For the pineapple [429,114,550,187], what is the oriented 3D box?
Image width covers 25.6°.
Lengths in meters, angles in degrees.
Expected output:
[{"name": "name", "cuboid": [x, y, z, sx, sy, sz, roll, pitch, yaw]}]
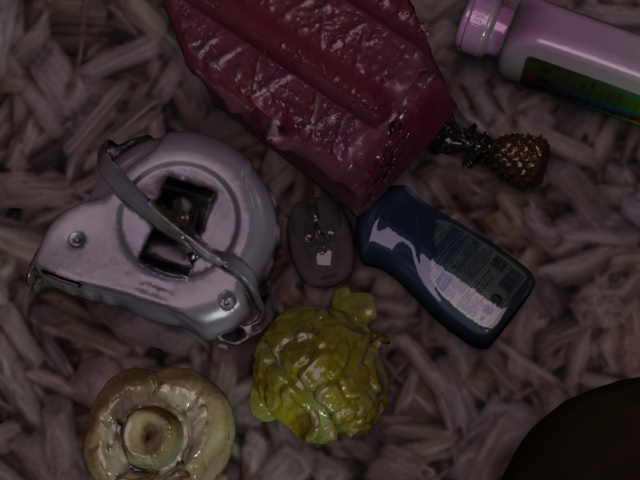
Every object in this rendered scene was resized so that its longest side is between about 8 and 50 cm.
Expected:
[{"name": "pineapple", "cuboid": [0.166, -0.090, 1.422, 0.124, 0.058, 0.058, 14, 78, 20]}]

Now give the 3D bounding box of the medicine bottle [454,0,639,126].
[{"name": "medicine bottle", "cuboid": [0.244, -0.184, 1.400, 0.219, 0.115, 0.078, 21, 80, 8]}]

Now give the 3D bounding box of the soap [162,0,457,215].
[{"name": "soap", "cuboid": [-0.020, -0.198, 1.394, 0.325, 0.127, 0.220, 39, 81, 20]}]

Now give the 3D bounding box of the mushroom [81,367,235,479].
[{"name": "mushroom", "cuboid": [-0.153, 0.187, 1.336, 0.148, 0.112, 0.148, -2, 79, 11]}]

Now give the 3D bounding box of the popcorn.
[{"name": "popcorn", "cuboid": [0.003, 0.123, 1.333, 0.162, 0.135, 0.141, -37, 71, -3]}]

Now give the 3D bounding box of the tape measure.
[{"name": "tape measure", "cuboid": [-0.141, -0.009, 1.380, 0.236, 0.120, 0.197, 18, 76, 2]}]

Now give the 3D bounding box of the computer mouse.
[{"name": "computer mouse", "cuboid": [0.000, 0.000, 1.408, 0.066, 0.039, 0.096, -11, 76, 0]}]

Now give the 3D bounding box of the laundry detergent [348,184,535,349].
[{"name": "laundry detergent", "cuboid": [0.107, 0.013, 1.389, 0.206, 0.061, 0.097, 38, 83, 11]}]

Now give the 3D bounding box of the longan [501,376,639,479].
[{"name": "longan", "cuboid": [0.282, 0.310, 1.180, 0.404, 0.336, 0.404, -21, 50, 28]}]
